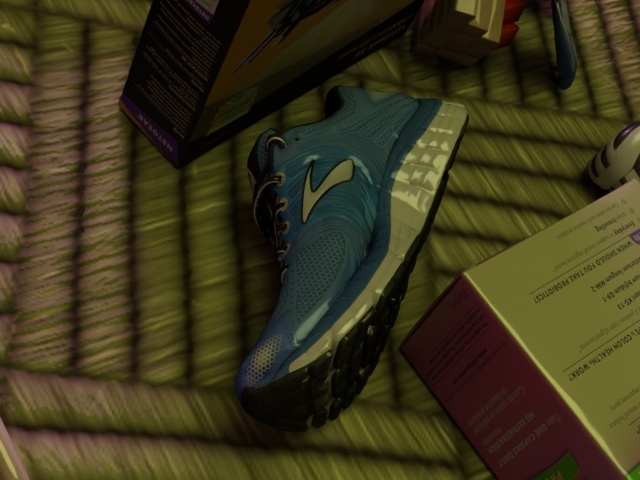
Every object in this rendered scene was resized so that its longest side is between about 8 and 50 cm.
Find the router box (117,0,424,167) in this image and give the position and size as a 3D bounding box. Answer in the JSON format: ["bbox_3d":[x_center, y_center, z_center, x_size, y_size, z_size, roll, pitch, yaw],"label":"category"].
[{"bbox_3d":[-0.001,-0.217,0.929,0.081,0.243,0.309,46,52,11],"label":"router box"}]

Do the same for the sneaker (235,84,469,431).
[{"bbox_3d":[0.000,0.000,0.874,0.147,0.130,0.330,19,47,7],"label":"sneaker"}]

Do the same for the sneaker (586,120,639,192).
[{"bbox_3d":[0.395,-0.053,1.097,0.281,0.106,0.162,-21,72,-22],"label":"sneaker"}]

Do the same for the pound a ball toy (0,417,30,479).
[{"bbox_3d":[-0.242,0.133,0.645,0.208,0.136,0.319,-23,70,-34],"label":"pound a ball toy"}]

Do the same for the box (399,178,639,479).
[{"bbox_3d":[0.226,0.107,0.886,0.213,0.117,0.243,-26,70,-36],"label":"box"}]

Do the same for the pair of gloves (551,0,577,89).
[{"bbox_3d":[0.232,-0.247,1.122,0.023,0.159,0.198,-6,50,12],"label":"pair of gloves"}]

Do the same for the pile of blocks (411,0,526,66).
[{"bbox_3d":[0.167,-0.320,1.137,0.113,0.149,0.362,14,52,-15],"label":"pile of blocks"}]
